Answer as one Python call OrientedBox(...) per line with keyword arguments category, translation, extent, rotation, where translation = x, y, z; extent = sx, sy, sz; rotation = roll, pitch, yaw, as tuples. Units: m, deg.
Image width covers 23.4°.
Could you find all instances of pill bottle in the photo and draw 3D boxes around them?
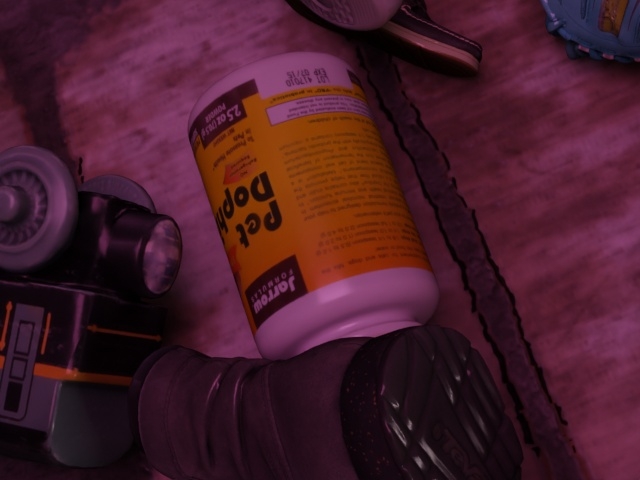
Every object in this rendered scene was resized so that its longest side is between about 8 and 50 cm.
OrientedBox(category="pill bottle", translation=(0.000, 0.000, 0.952), extent=(0.117, 0.117, 0.215), rotation=(-22, 69, 7))

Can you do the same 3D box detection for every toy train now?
OrientedBox(category="toy train", translation=(-0.246, 0.033, 0.989), extent=(0.333, 0.142, 0.190), rotation=(7, 84, 24))

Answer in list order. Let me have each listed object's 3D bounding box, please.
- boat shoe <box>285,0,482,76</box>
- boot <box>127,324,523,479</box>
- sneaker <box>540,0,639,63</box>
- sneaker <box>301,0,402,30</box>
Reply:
OrientedBox(category="boat shoe", translation=(0.044, -0.154, 1.022), extent=(0.152, 0.056, 0.049), rotation=(26, 85, 21))
OrientedBox(category="boot", translation=(0.035, 0.200, 0.878), extent=(0.222, 0.118, 0.338), rotation=(-11, 103, 44))
OrientedBox(category="sneaker", translation=(0.198, -0.154, 0.976), extent=(0.110, 0.107, 0.275), rotation=(-50, 62, 16))
OrientedBox(category="sneaker", translation=(0.014, -0.235, 0.996), extent=(0.151, 0.094, 0.256), rotation=(-40, 40, -4))
